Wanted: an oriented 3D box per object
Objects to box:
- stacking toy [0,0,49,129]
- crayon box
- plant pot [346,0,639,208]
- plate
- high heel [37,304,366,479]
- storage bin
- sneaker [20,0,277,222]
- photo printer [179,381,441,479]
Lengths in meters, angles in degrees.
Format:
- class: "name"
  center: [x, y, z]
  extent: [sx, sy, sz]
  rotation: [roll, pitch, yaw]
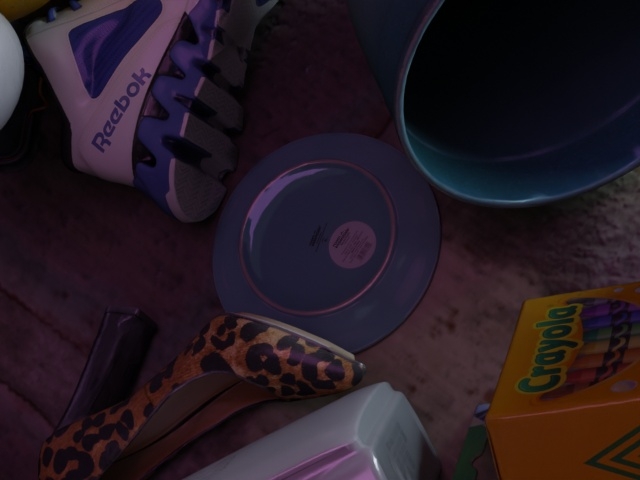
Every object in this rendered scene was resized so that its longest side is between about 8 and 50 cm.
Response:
- class: "stacking toy"
  center: [-0.272, -0.290, 1.521]
  extent: [0.350, 0.350, 0.480]
  rotation: [-8, 65, 17]
- class: "crayon box"
  center: [0.235, 0.094, 1.292]
  extent: [0.323, 0.203, 0.083]
  rotation: [-11, 108, 17]
- class: "plant pot"
  center: [0.133, -0.207, 1.423]
  extent: [0.271, 0.271, 0.255]
  rotation: [-33, 48, 6]
- class: "plate"
  center: [0.000, 0.000, 1.513]
  extent: [0.188, 0.024, 0.188]
  rotation: [-7, 68, 18]
- class: "high heel"
  center: [-0.091, 0.147, 1.446]
  extent: [0.261, 0.093, 0.186]
  rotation: [3, 65, 38]
- class: "storage bin"
  center: [-0.280, -0.134, 1.627]
  extent: [0.098, 0.091, 0.135]
  rotation: [-1, 72, 20]
- class: "sneaker"
  center: [-0.142, -0.181, 1.573]
  extent: [0.182, 0.127, 0.315]
  rotation: [11, 77, 21]
- class: "photo printer"
  center: [-0.073, 0.216, 1.337]
  extent: [0.307, 0.256, 0.107]
  rotation: [-28, 91, 9]
